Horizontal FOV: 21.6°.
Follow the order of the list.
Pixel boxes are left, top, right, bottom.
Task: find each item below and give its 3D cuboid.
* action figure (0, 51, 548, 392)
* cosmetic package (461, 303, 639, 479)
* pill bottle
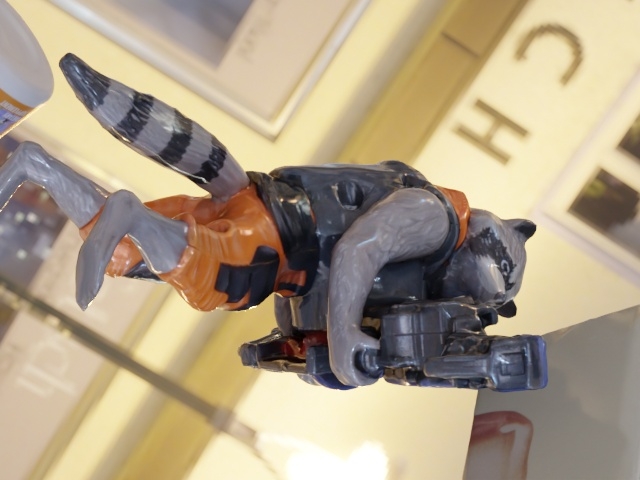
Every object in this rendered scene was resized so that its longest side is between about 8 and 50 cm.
[{"bbox_3d":[0.000,0.000,1.001,0.341,0.330,0.178,-1,-98,59],"label":"action figure"},{"bbox_3d":[0.154,0.202,0.898,0.129,0.153,0.296,-20,-141,38],"label":"cosmetic package"},{"bbox_3d":[-0.315,-0.094,1.250,0.216,0.121,0.121,-35,-161,13],"label":"pill bottle"}]
